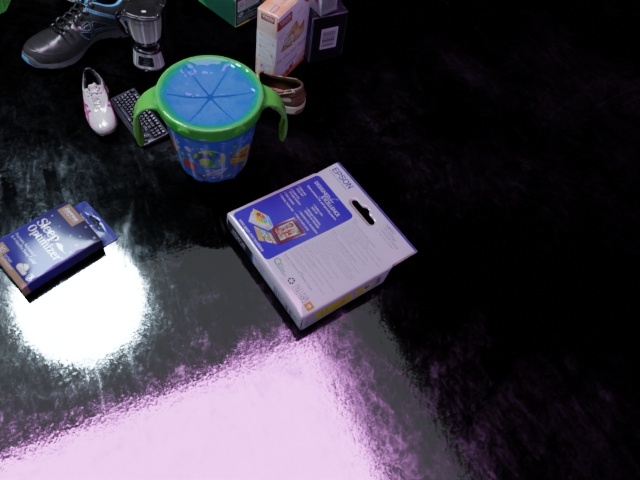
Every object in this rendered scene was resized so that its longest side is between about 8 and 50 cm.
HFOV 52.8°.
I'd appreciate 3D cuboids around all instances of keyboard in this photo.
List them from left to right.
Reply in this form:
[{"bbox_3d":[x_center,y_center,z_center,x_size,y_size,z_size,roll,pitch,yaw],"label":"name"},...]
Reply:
[{"bbox_3d":[-0.438,-0.313,1.603,0.108,0.023,0.180,-29,65,-24],"label":"keyboard"}]

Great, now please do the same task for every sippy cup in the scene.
[{"bbox_3d":[-0.247,-0.259,1.469,0.305,0.224,0.240,26,58,10],"label":"sippy cup"}]

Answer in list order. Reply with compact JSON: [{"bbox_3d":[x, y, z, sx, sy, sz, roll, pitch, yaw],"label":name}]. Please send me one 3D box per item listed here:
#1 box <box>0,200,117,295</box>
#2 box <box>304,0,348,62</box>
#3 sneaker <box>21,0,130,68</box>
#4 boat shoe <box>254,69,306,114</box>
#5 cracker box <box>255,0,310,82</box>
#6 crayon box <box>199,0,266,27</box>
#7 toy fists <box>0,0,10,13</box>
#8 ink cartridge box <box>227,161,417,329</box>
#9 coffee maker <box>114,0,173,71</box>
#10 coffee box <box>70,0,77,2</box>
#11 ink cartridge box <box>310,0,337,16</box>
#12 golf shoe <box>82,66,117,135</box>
[{"bbox_3d":[-0.565,0.003,1.370,0.225,0.036,0.136,-37,68,-28],"label":"box"},{"bbox_3d":[-0.021,-0.625,1.785,0.108,0.153,0.207,-18,60,-17],"label":"box"},{"bbox_3d":[-0.629,-0.569,1.677,0.125,0.140,0.341,41,62,17],"label":"sneaker"},{"bbox_3d":[-0.162,-0.401,1.651,0.257,0.095,0.095,9,56,-1],"label":"boat shoe"},{"bbox_3d":[-0.097,-0.529,1.662,0.067,0.232,0.156,30,58,13],"label":"cracker box"},{"bbox_3d":[-0.223,-0.821,1.914,0.313,0.106,0.363,41,61,18],"label":"crayon box"},{"bbox_3d":[-0.903,-0.758,1.765,0.096,0.142,0.279,1,56,-6],"label":"toy fists"},{"bbox_3d":[0.000,0.000,1.428,0.307,0.072,0.304,-26,62,-25],"label":"ink cartridge box"},{"bbox_3d":[-0.433,-0.557,1.669,0.120,0.178,0.171,28,60,9],"label":"coffee maker"},{"bbox_3d":[-0.675,-0.742,1.784,0.246,0.141,0.098,20,57,5],"label":"coffee box"},{"bbox_3d":[-0.037,-0.742,1.603,0.060,0.275,0.239,-31,64,-23],"label":"ink cartridge box"},{"bbox_3d":[-0.545,-0.335,1.562,0.067,0.086,0.186,-21,62,-7],"label":"golf shoe"}]
